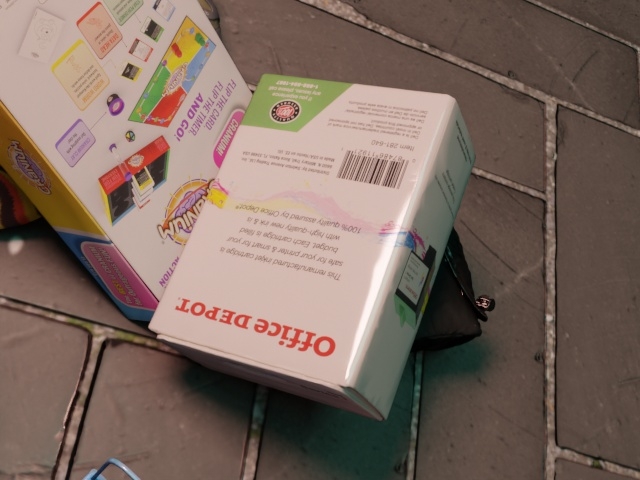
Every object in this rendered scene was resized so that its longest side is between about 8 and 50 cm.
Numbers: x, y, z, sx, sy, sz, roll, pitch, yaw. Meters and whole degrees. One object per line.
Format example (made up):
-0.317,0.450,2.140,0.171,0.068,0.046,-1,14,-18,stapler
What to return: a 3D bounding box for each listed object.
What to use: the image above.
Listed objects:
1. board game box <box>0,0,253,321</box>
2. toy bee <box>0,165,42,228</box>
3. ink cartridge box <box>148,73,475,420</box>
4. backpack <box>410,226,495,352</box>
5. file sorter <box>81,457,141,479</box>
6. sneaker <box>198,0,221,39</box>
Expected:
-0.175,-0.118,0.794,0.242,0.064,0.316,-58,132,-35,board game box
-0.378,-0.075,0.752,0.298,0.162,0.195,35,24,-21,toy bee
0.000,0.000,0.802,0.201,0.117,0.278,12,69,26,ink cartridge box
0.083,0.026,0.917,0.152,0.115,0.182,2,66,-40,backpack
-0.186,0.271,0.675,0.118,0.104,0.170,44,55,0,file sorter
-0.227,-0.218,0.902,0.300,0.111,0.121,-19,79,-29,sneaker
